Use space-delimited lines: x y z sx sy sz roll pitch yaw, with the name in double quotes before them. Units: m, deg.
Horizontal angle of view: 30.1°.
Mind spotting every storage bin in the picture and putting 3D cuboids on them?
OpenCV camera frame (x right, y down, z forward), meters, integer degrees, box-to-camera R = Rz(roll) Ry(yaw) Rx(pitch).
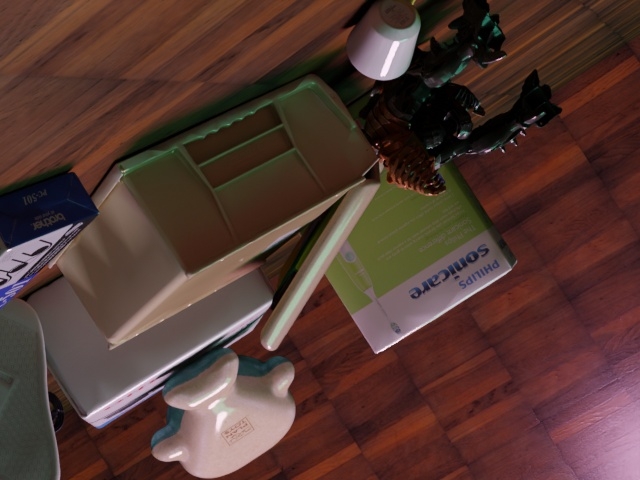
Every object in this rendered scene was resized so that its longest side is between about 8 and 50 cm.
"storage bin" -0.111 -0.028 1.220 0.260 0.123 0.262 -30 175 -33

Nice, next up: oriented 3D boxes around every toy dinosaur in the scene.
"toy dinosaur" 0.125 -0.126 1.260 0.218 0.322 0.164 -31 133 20

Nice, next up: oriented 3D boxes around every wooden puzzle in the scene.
"wooden puzzle" 0.000 0.000 1.369 0.221 0.044 0.238 -58 -179 13

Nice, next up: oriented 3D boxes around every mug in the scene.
"mug" 0.060 -0.193 1.072 0.062 0.078 0.064 2 157 -12

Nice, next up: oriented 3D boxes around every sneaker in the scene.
"sneaker" -0.357 0.216 1.348 0.105 0.295 0.147 0 173 -20

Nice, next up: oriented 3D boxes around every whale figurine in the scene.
"whale figurine" -0.139 0.203 1.567 0.216 0.141 0.272 -33 151 -5

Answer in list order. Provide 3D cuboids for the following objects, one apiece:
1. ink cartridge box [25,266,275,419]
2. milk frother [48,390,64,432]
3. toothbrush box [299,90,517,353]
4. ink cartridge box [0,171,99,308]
"ink cartridge box" -0.233 0.109 1.612 0.285 0.166 0.395 -32 175 -12
"milk frother" -0.471 0.260 1.785 0.129 0.143 0.135 -38 178 -32
"toothbrush box" 0.089 -0.032 1.533 0.206 0.283 0.122 -34 175 13
"ink cartridge box" -0.282 0.020 1.018 0.097 0.046 0.207 -27 173 -46
